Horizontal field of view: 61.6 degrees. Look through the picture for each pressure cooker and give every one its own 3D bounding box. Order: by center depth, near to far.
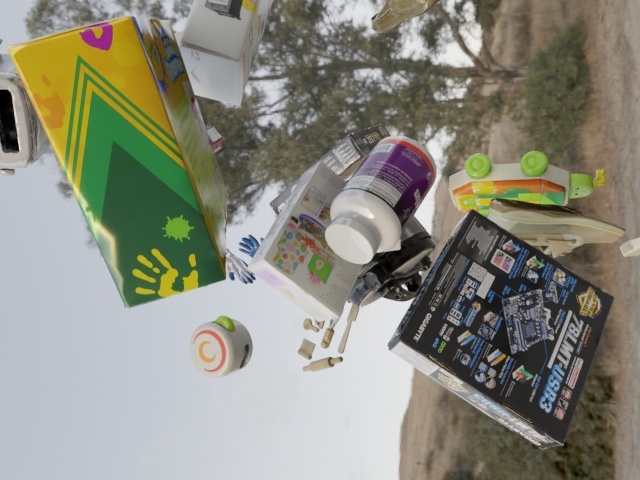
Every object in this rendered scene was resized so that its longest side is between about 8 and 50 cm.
[{"bbox_3d":[0.176,0.030,1.811,0.370,0.420,0.375,-31,-17,-27],"label":"pressure cooker"}]

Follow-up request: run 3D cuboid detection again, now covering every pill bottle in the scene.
[{"bbox_3d":[0.144,-0.097,1.303,0.322,0.182,0.181,-54,-35,-32],"label":"pill bottle"}]

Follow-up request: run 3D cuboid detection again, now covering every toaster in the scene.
[{"bbox_3d":[-0.559,-0.233,0.951,0.146,0.129,0.226,-118,33,-57],"label":"toaster"}]

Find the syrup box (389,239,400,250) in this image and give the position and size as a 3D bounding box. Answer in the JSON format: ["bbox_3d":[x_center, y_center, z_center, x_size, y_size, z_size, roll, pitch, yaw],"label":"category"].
[{"bbox_3d":[0.112,-0.018,1.581,0.093,0.237,0.096,-79,-20,-65],"label":"syrup box"}]

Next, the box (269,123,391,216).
[{"bbox_3d":[0.045,-0.234,1.869,0.097,0.395,0.318,53,-148,0],"label":"box"}]

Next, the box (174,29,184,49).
[{"bbox_3d":[-0.420,-0.550,1.611,0.203,0.114,0.103,-32,-84,-23],"label":"box"}]

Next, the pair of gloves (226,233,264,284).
[{"bbox_3d":[-0.240,0.068,1.777,0.159,0.198,0.023,48,-157,-23],"label":"pair of gloves"}]

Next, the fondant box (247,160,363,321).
[{"bbox_3d":[0.000,0.000,1.350,0.238,0.096,0.330,39,-123,-18],"label":"fondant box"}]

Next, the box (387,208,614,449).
[{"bbox_3d":[0.309,0.137,0.902,0.295,0.294,0.073,-55,-5,-27],"label":"box"}]

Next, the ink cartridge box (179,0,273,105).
[{"bbox_3d":[-0.197,-0.490,1.188,0.226,0.131,0.305,124,159,-77],"label":"ink cartridge box"}]

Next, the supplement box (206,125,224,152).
[{"bbox_3d":[-0.286,-0.239,1.334,0.083,0.043,0.055,-35,-9,-16],"label":"supplement box"}]

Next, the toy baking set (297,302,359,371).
[{"bbox_3d":[0.012,0.265,1.510,0.030,0.256,0.196,16,-115,-37],"label":"toy baking set"}]

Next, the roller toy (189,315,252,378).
[{"bbox_3d":[-0.339,0.369,1.850,0.146,0.209,0.191,-4,-112,-62],"label":"roller toy"}]

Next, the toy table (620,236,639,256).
[{"bbox_3d":[0.810,-0.017,1.175,0.160,0.275,0.252,115,161,-60],"label":"toy table"}]

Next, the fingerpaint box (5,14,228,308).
[{"bbox_3d":[-0.286,-0.162,0.893,0.444,0.163,0.370,-113,7,-66],"label":"fingerpaint box"}]

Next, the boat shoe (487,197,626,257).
[{"bbox_3d":[0.485,-0.019,1.123,0.109,0.303,0.098,-120,38,-69],"label":"boat shoe"}]

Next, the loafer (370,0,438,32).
[{"bbox_3d":[0.121,-0.354,0.801,0.056,0.148,0.050,-41,-69,-21],"label":"loafer"}]

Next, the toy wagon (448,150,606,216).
[{"bbox_3d":[0.488,-0.124,1.280,0.267,0.345,0.068,41,-127,-62],"label":"toy wagon"}]
